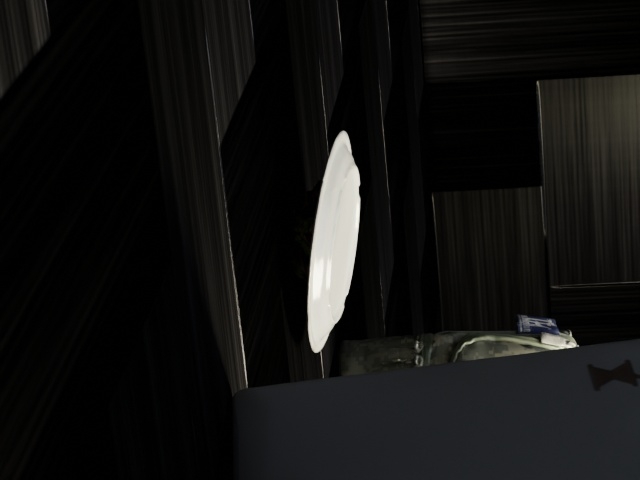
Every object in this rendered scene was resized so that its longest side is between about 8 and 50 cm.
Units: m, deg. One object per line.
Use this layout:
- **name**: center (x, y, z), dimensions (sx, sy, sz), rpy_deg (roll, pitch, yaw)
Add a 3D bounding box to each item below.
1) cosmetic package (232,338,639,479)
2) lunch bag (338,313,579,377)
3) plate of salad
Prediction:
- **cosmetic package**: center (0.125, 0.329, 1.358), dimensions (0.329, 0.327, 0.393), rpy_deg (-96, 179, -58)
- **lunch bag**: center (0.153, 0.242, 2.016), dimensions (0.212, 0.256, 0.305), rpy_deg (73, 16, -63)
- **plate of salad**: center (0.000, 0.000, 1.737), dimensions (0.200, 0.048, 0.200), rpy_deg (8, 90, -81)
